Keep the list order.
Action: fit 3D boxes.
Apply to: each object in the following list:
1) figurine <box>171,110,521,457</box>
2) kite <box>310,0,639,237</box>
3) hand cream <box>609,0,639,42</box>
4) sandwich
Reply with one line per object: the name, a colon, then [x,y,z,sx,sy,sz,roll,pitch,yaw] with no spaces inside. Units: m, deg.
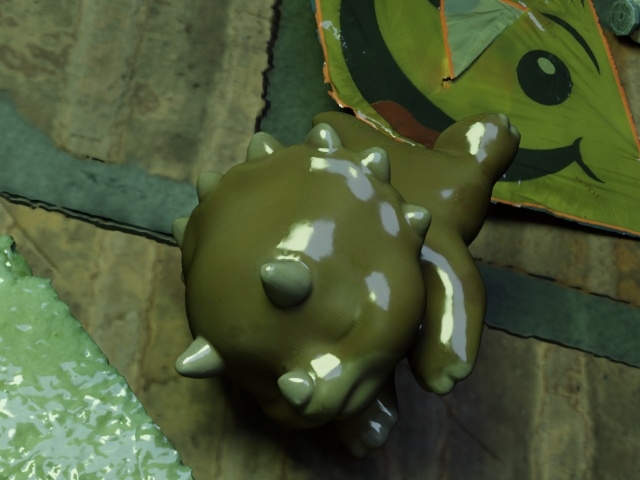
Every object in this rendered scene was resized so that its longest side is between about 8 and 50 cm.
figurine: [0.001,0.002,1.023,0.173,0.177,0.247,34,56,-20]
kite: [0.130,-0.143,1.281,0.377,0.013,0.327,42,44,3]
hand cream: [0.320,-0.184,1.412,0.194,0.042,0.067,-4,47,-33]
sandwich: [-0.179,0.082,0.928,0.288,0.099,0.254,14,49,-12]
